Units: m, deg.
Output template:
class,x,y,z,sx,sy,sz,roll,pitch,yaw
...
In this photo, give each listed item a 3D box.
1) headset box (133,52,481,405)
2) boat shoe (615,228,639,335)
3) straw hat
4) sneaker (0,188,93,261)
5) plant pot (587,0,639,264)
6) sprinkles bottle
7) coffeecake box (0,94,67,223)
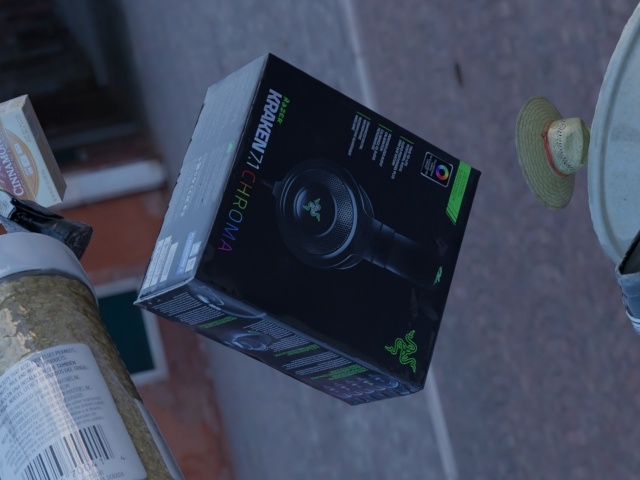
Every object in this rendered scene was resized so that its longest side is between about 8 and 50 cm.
class,x,y,z,sx,sy,sz,roll,pitch,yaw
headset box,0.000,0.000,1.657,0.131,0.283,0.246,-20,47,56
boat shoe,0.296,-0.016,1.332,0.077,0.219,0.070,-11,119,43
straw hat,0.290,-0.111,1.999,0.144,0.061,0.145,23,-120,-48
sneaker,-0.316,-0.016,1.939,0.170,0.089,0.051,79,-144,-84
plant pot,0.467,-0.084,1.567,0.305,0.334,0.334,22,133,37
sprinkles bottle,-0.174,0.146,1.206,0.121,0.121,0.355,85,160,-44
coffeecake box,-0.456,-0.095,2.292,0.068,0.185,0.142,-95,-15,-68
